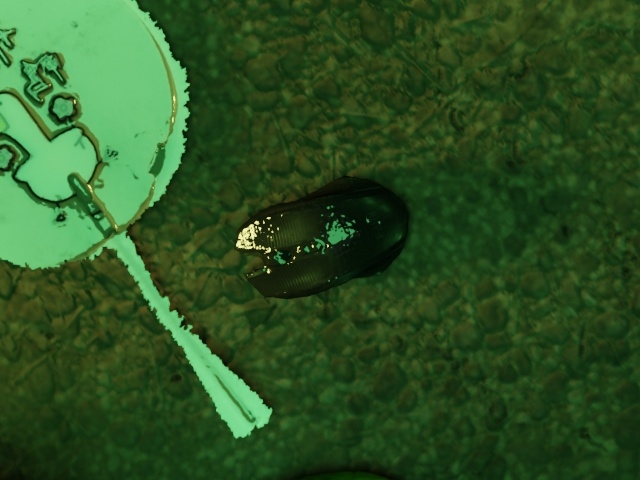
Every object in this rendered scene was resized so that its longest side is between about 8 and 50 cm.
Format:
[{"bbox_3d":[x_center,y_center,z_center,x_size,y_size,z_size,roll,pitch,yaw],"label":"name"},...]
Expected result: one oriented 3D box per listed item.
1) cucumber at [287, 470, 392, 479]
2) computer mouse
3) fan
[{"bbox_3d":[-0.052,0.218,1.496,0.250,0.056,0.056,-19,95,8],"label":"cucumber"},{"bbox_3d":[0.000,0.000,1.459,0.135,0.047,0.079,-17,95,13],"label":"computer mouse"},{"bbox_3d":[-0.170,-0.025,1.487,0.233,0.012,0.415,-32,93,8],"label":"fan"}]
